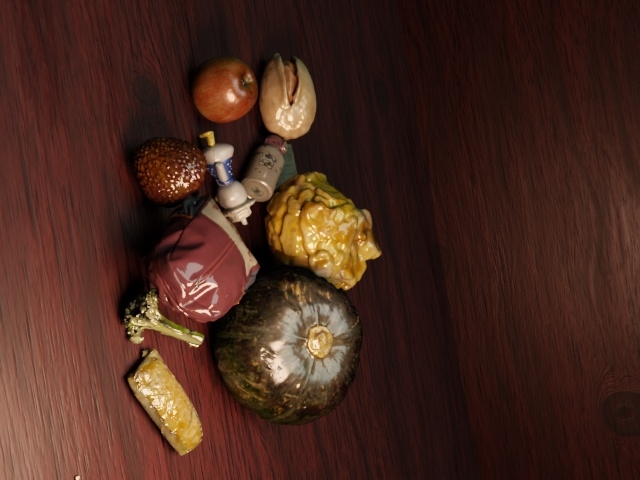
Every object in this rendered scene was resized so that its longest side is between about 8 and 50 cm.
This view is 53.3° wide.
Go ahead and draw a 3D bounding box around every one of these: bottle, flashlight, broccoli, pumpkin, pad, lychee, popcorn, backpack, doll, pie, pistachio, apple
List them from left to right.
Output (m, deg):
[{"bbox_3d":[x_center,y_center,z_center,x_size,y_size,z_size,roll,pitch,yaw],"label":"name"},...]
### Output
[{"bbox_3d":[-0.424,0.091,1.622,0.052,0.031,0.111,-1,83,-59],"label":"flashlight"},{"bbox_3d":[-0.379,0.202,1.554,0.204,0.118,0.122,34,44,-18],"label":"broccoli"},{"bbox_3d":[-0.379,0.401,1.580,0.283,0.068,0.129,63,34,-20],"label":"pie"},{"bbox_3d":[-0.382,-0.175,1.632,0.194,0.194,0.195,23,62,-54],"label":"lychee"},{"bbox_3d":[-0.299,0.070,1.562,0.283,0.197,0.317,51,28,-16],"label":"backpack"},{"bbox_3d":[-0.279,-0.179,1.866,0.293,0.119,0.138,67,-9,-14],"label":"doll"},{"bbox_3d":[-0.280,-0.445,1.875,0.188,0.173,0.188,27,57,-51],"label":"apple"},{"bbox_3d":[-0.175,-0.241,2.053,0.110,0.109,0.233,53,41,-37],"label":"bottle"},{"bbox_3d":[-0.113,-0.493,2.165,0.193,0.214,0.318,5,64,-15],"label":"pistachio"},{"bbox_3d":[-0.115,-0.207,2.239,0.159,0.009,0.265,-18,97,-58],"label":"pad"},{"bbox_3d":[-0.091,0.294,1.812,0.454,0.343,0.455,8,77,-37],"label":"pumpkin"},{"bbox_3d":[-0.017,-0.011,2.041,0.390,0.354,0.344,39,31,11],"label":"popcorn"}]

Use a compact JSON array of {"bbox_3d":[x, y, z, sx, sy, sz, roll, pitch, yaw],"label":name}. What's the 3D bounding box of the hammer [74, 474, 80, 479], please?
[{"bbox_3d":[-0.512,0.565,1.366,0.029,0.014,0.123,-5,83,-68],"label":"hammer"}]
